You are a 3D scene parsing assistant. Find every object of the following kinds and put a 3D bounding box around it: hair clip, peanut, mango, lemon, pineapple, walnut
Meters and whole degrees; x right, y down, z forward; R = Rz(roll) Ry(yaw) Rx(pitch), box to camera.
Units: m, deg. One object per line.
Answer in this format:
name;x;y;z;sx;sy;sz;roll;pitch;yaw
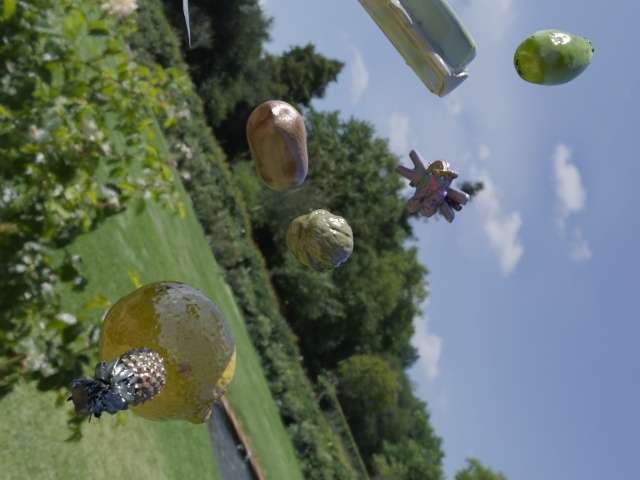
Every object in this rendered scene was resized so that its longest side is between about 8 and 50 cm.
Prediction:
hair clip;0.237;-0.123;1.700;0.090;0.137;0.278;36;11;-20
peanut;-0.054;-0.121;1.011;0.152;0.076;0.076;79;-12;-51
mango;0.393;-0.304;1.263;0.074;0.165;0.091;32;-48;55
lemon;-0.258;0.194;1.316;0.253;0.228;0.228;58;-8;17
pineapple;-0.243;0.173;0.912;0.159;0.074;0.074;-9;76;-77
walnut;0.000;0.000;1.011;0.092;0.092;0.092;158;-90;-85

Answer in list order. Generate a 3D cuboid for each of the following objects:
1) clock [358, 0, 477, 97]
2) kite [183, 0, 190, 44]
clock;0.156;-0.367;1.277;0.265;0.109;0.324;47;14;-23
kite;-0.211;-0.411;1.179;0.141;0.015;0.245;95;-13;-44
